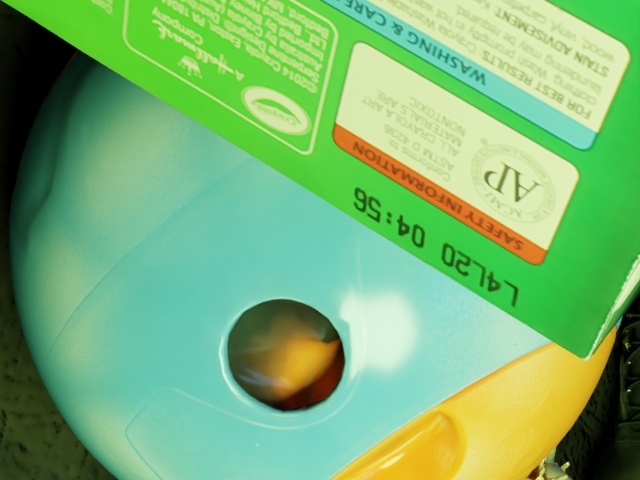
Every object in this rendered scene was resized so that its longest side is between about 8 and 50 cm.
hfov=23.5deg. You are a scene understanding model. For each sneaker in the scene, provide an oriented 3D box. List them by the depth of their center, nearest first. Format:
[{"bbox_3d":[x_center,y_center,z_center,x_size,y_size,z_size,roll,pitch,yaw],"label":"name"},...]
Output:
[{"bbox_3d":[0.270,0.114,1.203,0.286,0.109,0.130,-50,122,-46],"label":"sneaker"}]

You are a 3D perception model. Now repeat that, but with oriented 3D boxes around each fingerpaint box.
[{"bbox_3d":[0.020,-0.222,0.614,0.371,0.444,0.163,-48,162,-36],"label":"fingerpaint box"}]

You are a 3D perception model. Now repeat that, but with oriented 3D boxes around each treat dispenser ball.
[{"bbox_3d":[0.000,0.000,0.721,0.288,0.288,0.288,-5,97,-49],"label":"treat dispenser ball"}]

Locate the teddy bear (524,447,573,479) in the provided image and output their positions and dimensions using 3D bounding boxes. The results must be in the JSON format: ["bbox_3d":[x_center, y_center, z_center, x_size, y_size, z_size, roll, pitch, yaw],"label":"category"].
[{"bbox_3d":[0.051,0.216,0.862,0.113,0.338,0.245,14,45,-16],"label":"teddy bear"}]
